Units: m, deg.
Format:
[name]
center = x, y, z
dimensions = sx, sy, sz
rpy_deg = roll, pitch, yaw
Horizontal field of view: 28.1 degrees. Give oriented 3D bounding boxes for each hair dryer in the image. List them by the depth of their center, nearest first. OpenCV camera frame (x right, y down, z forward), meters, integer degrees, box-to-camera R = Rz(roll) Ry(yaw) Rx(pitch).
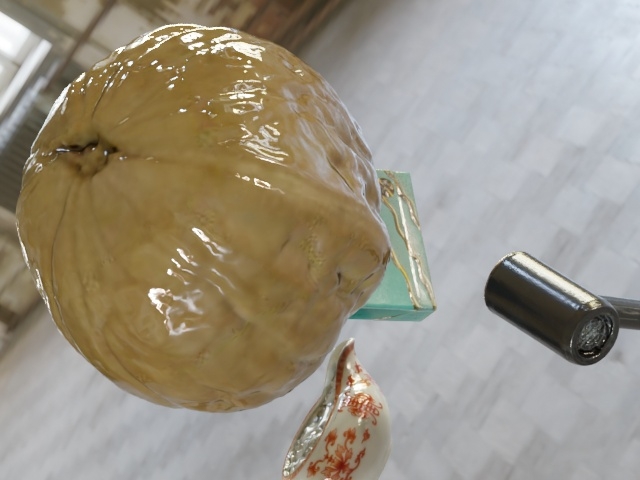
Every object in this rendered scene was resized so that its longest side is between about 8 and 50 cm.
[hair dryer]
center = 0.296, 0.074, 1.265
dimensions = 0.128, 0.255, 0.070
rpy_deg = 37, 114, 52

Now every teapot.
[teapot]
center = 0.010, 0.236, 1.399
dimensions = 0.245, 0.116, 0.159
rpy_deg = -60, 20, -16

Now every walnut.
[walnut]
center = -0.062, -0.010, 0.744
dimensions = 0.228, 0.228, 0.228
rpy_deg = -48, 22, 27

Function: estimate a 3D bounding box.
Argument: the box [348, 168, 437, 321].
[box]
center = 0.000, 0.000, 1.287
dimensions = 0.041, 0.229, 0.162
rpy_deg = -42, 52, 52
